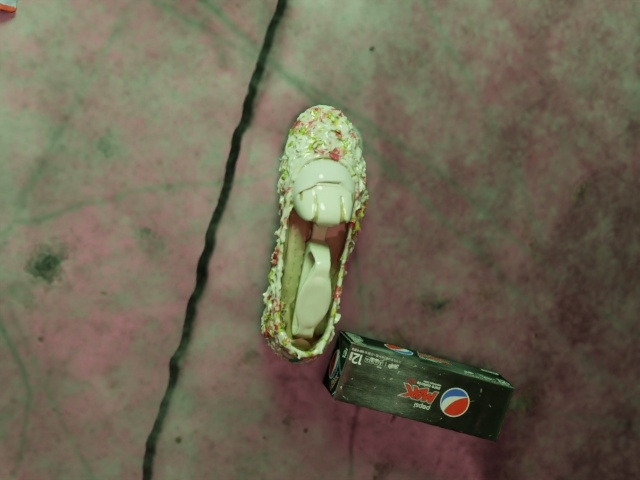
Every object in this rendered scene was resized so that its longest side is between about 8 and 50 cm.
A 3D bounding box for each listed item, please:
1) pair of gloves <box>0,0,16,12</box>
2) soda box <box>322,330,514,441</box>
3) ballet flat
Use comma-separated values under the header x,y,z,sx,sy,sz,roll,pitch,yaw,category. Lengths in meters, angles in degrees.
x,y,z,sx,sy,sz,roll,pitch,yaw,category
-0.303,-0.285,1.240,0.198,0.023,0.159,17,101,-30,pair of gloves
0.092,0.137,1.406,0.169,0.053,0.060,16,98,-13,soda box
0.000,0.000,1.350,0.091,0.077,0.240,4,99,-11,ballet flat
